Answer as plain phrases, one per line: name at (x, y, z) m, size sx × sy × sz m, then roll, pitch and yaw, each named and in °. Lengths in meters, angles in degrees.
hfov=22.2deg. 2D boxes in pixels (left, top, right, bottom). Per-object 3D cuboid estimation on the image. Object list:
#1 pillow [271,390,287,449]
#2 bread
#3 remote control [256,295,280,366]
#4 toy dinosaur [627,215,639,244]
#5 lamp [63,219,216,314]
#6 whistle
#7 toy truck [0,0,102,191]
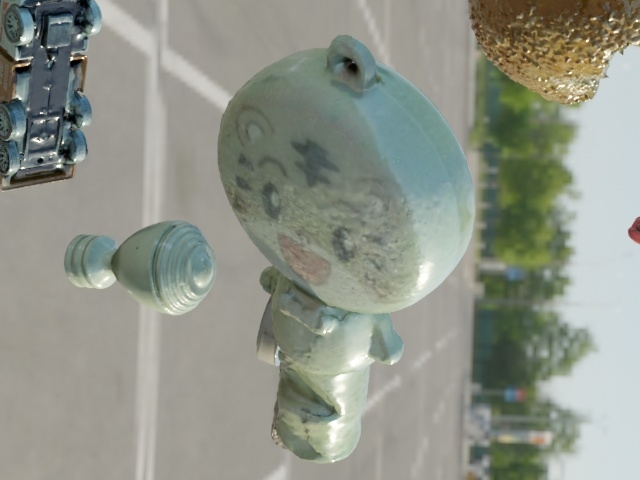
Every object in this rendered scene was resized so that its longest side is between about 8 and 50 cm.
pillow at (0.010, 0.041, 1.273) m, size 0.135 × 0.049 × 0.248 m, roll 93°, pitch 17°, yaw -79°
bread at (0.266, -0.260, 1.790) m, size 0.314 × 0.192 × 0.171 m, roll -8°, pitch -115°, yaw 62°
remote control at (0.000, 0.000, 1.388) m, size 0.077 × 0.022 × 0.245 m, roll 91°, pitch 20°, yaw -56°
toy dinosaur at (0.416, -0.007, 1.459) m, size 0.070 × 0.286 × 0.139 m, roll 23°, pitch 62°, yaw -60°
lamp at (-0.203, 0.029, 1.848) m, size 0.106 × 0.193 × 0.106 m, roll -3°, pitch 94°, yaw -57°
whistle at (0.010, 0.008, 0.768) m, size 0.067 × 0.126 × 0.258 m, roll -39°, pitch 148°, yaw -37°
toy truck at (-0.418, -0.256, 2.298) m, size 0.133 × 0.184 × 0.338 m, roll -14°, pitch 127°, yaw -38°
